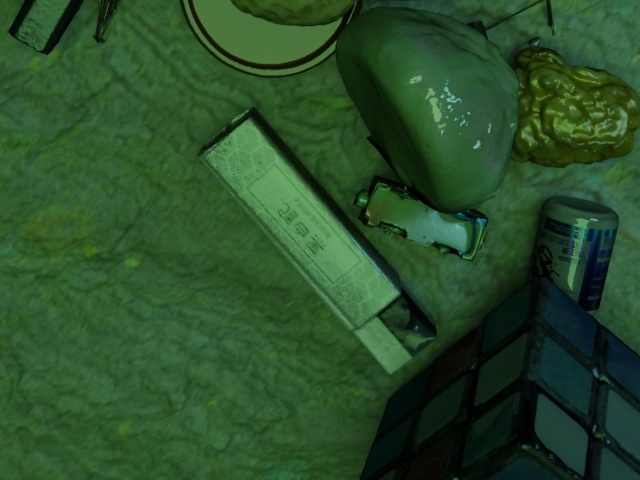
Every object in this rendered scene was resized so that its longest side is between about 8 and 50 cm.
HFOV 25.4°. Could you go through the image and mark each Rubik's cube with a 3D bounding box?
[{"bbox_3d":[0.277,0.325,1.862,0.362,0.363,0.359,37,123,-12],"label":"Rubik's cube"}]

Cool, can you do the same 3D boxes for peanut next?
[{"bbox_3d":[0.027,-0.357,1.823,0.305,0.147,0.147,-17,104,0],"label":"peanut"}]

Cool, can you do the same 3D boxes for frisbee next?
[{"bbox_3d":[-0.066,-0.343,1.900,0.250,0.021,0.251,0,105,-1],"label":"frisbee"}]

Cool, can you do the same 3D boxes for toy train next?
[{"bbox_3d":[0.136,-0.034,1.940,0.188,0.099,0.072,19,101,-4],"label":"toy train"}]

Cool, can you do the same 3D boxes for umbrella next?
[{"bbox_3d":[-0.291,-0.307,1.912,0.031,0.020,0.083,17,109,-3],"label":"umbrella"}]

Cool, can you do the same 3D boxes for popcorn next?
[{"bbox_3d":[0.323,-0.163,1.883,0.194,0.140,0.163,27,97,-11],"label":"popcorn"}]

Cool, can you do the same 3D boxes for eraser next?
[{"bbox_3d":[0.000,0.000,1.948,0.096,0.098,0.404,-40,101,9],"label":"eraser"}]

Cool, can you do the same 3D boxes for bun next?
[{"bbox_3d":[0.157,-0.187,1.812,0.187,0.293,0.293,-33,103,-10],"label":"bun"}]

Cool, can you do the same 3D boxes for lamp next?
[{"bbox_3d":[0.253,-0.290,1.906,0.121,0.041,0.054,-11,96,7],"label":"lamp"}]

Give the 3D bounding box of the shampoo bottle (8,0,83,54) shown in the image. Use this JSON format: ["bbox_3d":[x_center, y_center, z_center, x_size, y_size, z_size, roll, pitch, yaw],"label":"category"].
[{"bbox_3d":[-0.304,-0.393,1.847,0.071,0.098,0.309,30,103,-7],"label":"shampoo bottle"}]

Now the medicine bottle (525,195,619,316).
[{"bbox_3d":[0.341,0.043,1.953,0.107,0.107,0.192,10,104,-2],"label":"medicine bottle"}]
